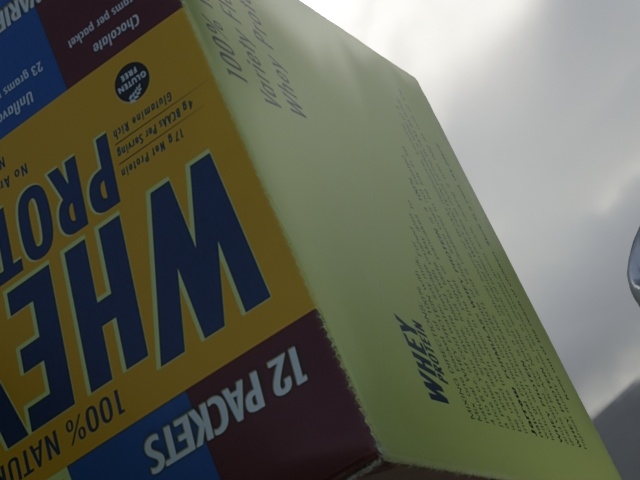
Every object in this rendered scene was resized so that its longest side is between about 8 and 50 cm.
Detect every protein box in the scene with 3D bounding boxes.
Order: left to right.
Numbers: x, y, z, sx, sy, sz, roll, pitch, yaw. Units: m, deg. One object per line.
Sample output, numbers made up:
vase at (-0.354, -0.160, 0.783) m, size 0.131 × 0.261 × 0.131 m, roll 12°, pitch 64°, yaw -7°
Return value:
protein box at (-0.025, 0.028, 0.535) m, size 0.136 × 0.200 × 0.201 m, roll -33°, pitch -26°, yaw 19°

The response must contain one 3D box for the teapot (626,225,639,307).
teapot at (0.201, 0.127, 0.402) m, size 0.187 × 0.256 × 0.252 m, roll -22°, pitch -41°, yaw -4°
